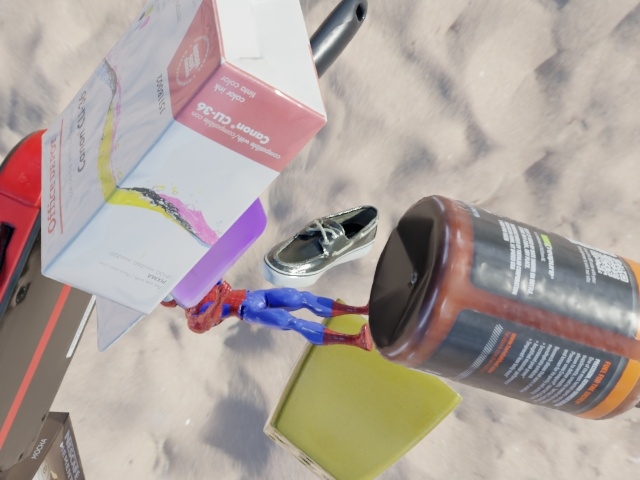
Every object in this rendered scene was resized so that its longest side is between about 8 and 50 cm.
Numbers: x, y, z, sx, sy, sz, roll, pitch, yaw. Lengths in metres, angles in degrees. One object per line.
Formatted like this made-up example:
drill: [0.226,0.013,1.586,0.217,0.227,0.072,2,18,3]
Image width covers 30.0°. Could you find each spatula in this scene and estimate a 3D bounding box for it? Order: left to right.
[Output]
spatula: [-0.035,-0.084,0.886,0.030,0.084,0.296,9,56,32]

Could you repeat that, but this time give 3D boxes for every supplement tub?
supplement tub: [0.136,0.048,0.725,0.198,0.106,0.106,18,87,-17]

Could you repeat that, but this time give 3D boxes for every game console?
game console: [-0.304,0.077,1.220,0.060,0.342,0.386,25,93,4]

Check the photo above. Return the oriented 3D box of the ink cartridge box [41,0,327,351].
ink cartridge box: [-0.089,-0.045,0.625,0.067,0.115,0.198,25,124,-31]

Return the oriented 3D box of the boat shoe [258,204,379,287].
boat shoe: [0.000,0.000,1.658,0.078,0.219,0.070,38,129,23]

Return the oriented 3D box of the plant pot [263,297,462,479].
plant pot: [0.037,0.231,1.639,0.212,0.212,0.187,39,77,3]

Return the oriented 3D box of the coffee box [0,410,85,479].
coffee box: [-0.417,0.409,1.724,0.119,0.168,0.297,2,120,12]

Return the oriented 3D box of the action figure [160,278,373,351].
action figure: [-0.076,0.056,1.449,0.280,0.139,0.091,3,45,17]
